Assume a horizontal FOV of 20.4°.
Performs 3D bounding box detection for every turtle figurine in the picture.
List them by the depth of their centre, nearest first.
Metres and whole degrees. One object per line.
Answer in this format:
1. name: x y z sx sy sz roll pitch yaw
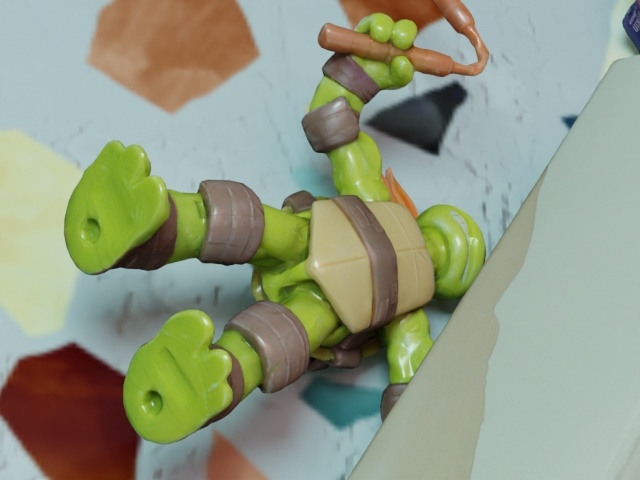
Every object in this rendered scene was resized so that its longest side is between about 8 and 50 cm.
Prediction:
1. turtle figurine: 0.000 0.000 0.729 0.217 0.087 0.269 -6 83 -47

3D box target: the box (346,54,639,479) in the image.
1. box: 0.131 0.069 0.695 0.311 0.121 0.148 -53 123 -34

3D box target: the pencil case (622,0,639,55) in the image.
1. pencil case: 0.268 -0.190 0.915 0.124 0.124 0.284 37 59 0
